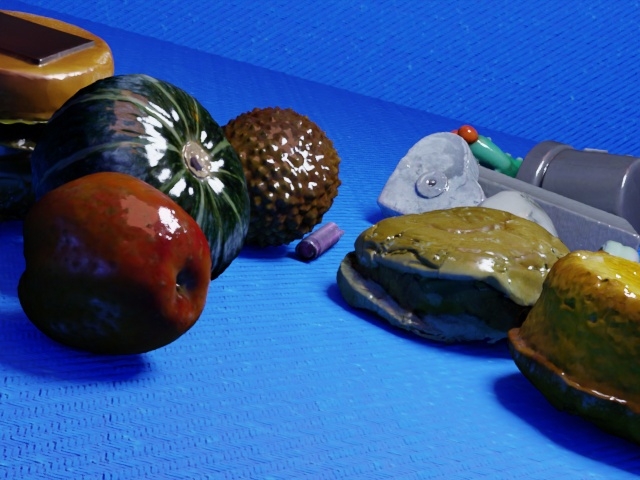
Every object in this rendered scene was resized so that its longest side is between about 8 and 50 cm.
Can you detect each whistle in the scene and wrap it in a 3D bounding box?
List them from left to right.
[{"bbox_3d":[0.000,0.000,2.095,0.033,0.033,0.176,19,12,10],"label":"whistle"}]

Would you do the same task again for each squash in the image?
[{"bbox_3d":[-0.191,-0.058,1.653,0.165,0.252,0.252,-28,-12,30],"label":"squash"}]

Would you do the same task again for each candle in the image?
[{"bbox_3d":[0.174,-0.072,2.378,0.068,0.168,0.192,61,12,-52],"label":"candle"}]

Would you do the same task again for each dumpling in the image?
[{"bbox_3d":[0.261,0.000,2.249,0.172,0.142,0.247,-13,-4,11],"label":"dumpling"}]

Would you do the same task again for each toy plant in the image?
[{"bbox_3d":[0.363,-0.076,2.558,0.400,0.185,0.279,8,-2,38],"label":"toy plant"}]

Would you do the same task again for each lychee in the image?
[{"bbox_3d":[-0.071,-0.085,2.025,0.200,0.200,0.238,12,22,-18],"label":"lychee"}]

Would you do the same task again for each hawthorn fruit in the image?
[{"bbox_3d":[-0.194,0.027,1.444,0.189,0.189,0.189,15,13,-4],"label":"hawthorn fruit"}]

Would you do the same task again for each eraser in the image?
[{"bbox_3d":[0.342,-0.020,2.410,0.352,0.111,0.077,23,20,27],"label":"eraser"}]

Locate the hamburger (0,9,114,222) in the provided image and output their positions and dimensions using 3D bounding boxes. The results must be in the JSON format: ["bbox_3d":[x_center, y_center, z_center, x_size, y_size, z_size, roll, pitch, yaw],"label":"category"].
[{"bbox_3d":[-0.379,-0.144,1.801,0.290,0.225,0.291,11,19,-4],"label":"hamburger"}]

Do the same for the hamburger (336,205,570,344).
[{"bbox_3d":[0.175,0.032,1.907,0.284,0.134,0.265,-5,26,-46],"label":"hamburger"}]

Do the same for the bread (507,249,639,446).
[{"bbox_3d":[0.360,0.127,1.683,0.312,0.172,0.312,18,11,-4],"label":"bread"}]

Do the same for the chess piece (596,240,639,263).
[{"bbox_3d":[0.465,0.120,2.019,0.271,0.139,0.139,29,14,3],"label":"chess piece"}]
